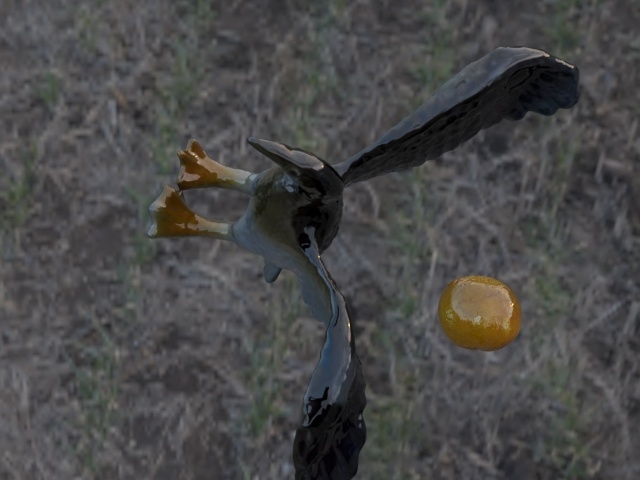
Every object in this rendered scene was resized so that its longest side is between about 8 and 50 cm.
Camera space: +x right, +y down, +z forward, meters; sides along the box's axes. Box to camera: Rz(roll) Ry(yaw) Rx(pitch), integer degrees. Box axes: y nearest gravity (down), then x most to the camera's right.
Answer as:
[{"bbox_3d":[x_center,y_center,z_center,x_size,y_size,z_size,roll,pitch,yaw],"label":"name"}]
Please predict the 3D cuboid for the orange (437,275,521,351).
[{"bbox_3d":[0.150,0.070,1.439,0.083,0.070,0.083,7,6,-1],"label":"orange"}]

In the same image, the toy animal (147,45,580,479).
[{"bbox_3d":[-0.015,-0.004,0.761,0.160,0.197,0.272,11,77,38],"label":"toy animal"}]
